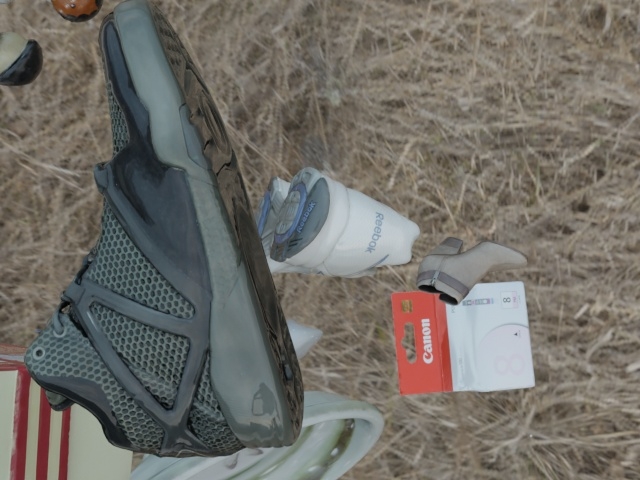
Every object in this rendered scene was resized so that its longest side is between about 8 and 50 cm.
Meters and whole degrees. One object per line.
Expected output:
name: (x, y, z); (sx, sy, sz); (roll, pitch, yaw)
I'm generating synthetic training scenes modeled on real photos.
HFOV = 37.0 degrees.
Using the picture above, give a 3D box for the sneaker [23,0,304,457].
sneaker: (-0.096, 0.004, 0.469); (0.130, 0.087, 0.228); (-13, 101, 6)

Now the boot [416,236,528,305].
boot: (0.173, 0.040, 1.118); (0.118, 0.042, 0.087); (11, 51, 27)

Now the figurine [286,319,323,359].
figurine: (-0.126, 0.173, 1.560); (0.214, 0.209, 0.092); (15, 122, 25)

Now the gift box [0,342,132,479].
gift box: (-0.294, 0.215, 0.742); (0.276, 0.255, 0.258); (4, 87, 36)

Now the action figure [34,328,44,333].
action figure: (-0.352, 0.213, 1.435); (0.164, 0.141, 0.276); (10, 71, -23)

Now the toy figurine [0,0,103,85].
toy figurine: (-0.281, -0.281, 0.961); (0.209, 0.148, 0.213); (-22, 36, 39)

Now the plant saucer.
plant saucer: (-0.114, 0.287, 1.231); (0.400, 0.400, 0.101); (-32, 64, 4)

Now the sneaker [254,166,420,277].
sneaker: (0.000, 0.000, 0.966); (0.129, 0.297, 0.111); (18, 88, -15)

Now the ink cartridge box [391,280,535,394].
ink cartridge box: (0.252, 0.173, 1.684); (0.232, 0.066, 0.189); (-3, 82, -12)
